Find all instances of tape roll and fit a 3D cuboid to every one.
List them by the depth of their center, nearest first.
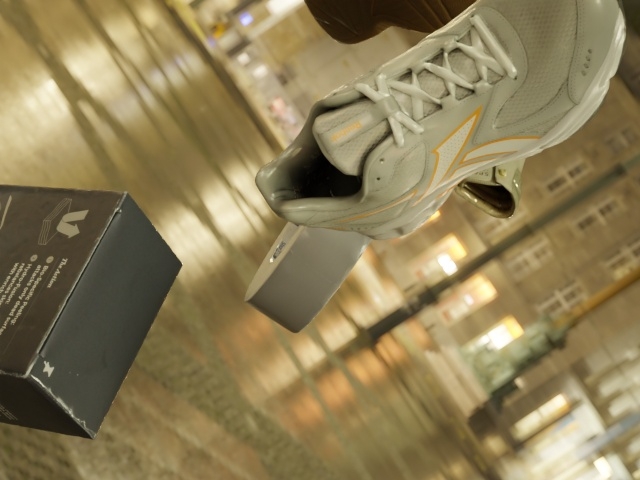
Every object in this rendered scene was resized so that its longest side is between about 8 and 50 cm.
[{"bbox_3d":[0.000,0.000,1.517,0.072,0.219,0.219,34,6,-7],"label":"tape roll"}]

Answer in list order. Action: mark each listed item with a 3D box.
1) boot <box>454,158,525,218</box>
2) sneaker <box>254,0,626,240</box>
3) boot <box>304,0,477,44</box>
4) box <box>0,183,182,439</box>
[{"bbox_3d":[0.175,-0.136,1.378,0.213,0.077,0.165,48,52,-49],"label":"boot"},{"bbox_3d":[0.065,-0.076,0.776,0.121,0.262,0.099,-6,62,-46],"label":"sneaker"},{"bbox_3d":[0.120,-0.275,1.177,0.095,0.203,0.262,52,-23,-17],"label":"boot"},{"bbox_3d":[-0.211,0.047,0.940,0.158,0.156,0.093,4,-35,31],"label":"box"}]
